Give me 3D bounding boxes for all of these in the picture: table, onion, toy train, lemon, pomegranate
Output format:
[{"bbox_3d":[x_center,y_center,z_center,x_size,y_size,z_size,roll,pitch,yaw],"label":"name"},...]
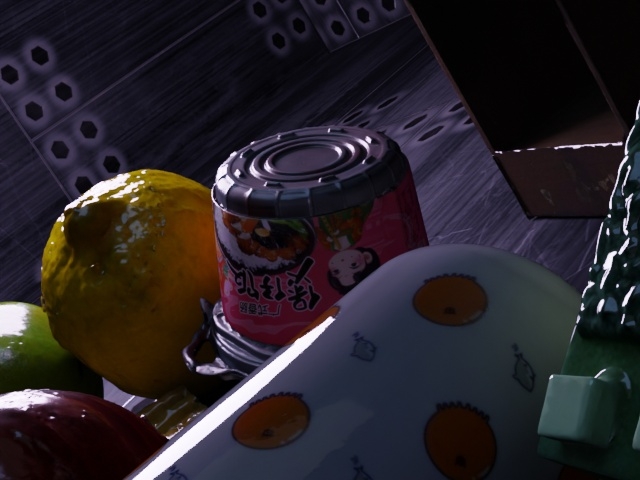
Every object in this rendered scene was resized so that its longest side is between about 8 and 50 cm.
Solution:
[{"bbox_3d":[0.269,-0.190,1.237,0.196,0.282,0.250,-37,14,-18],"label":"table"},{"bbox_3d":[-0.211,0.229,0.868,0.276,0.276,0.276,-30,14,8],"label":"onion"},{"bbox_3d":[0.230,0.033,0.623,0.159,0.188,0.272,6,75,58],"label":"toy train"},{"bbox_3d":[-0.180,0.048,1.398,0.245,0.320,0.245,-13,58,23],"label":"lemon"},{"bbox_3d":[-0.397,0.167,1.442,0.236,0.302,0.236,-48,22,28],"label":"pomegranate"}]

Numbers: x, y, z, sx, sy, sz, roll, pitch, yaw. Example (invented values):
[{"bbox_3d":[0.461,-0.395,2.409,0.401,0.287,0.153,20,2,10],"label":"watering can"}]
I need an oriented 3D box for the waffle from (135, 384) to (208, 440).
[{"bbox_3d":[-0.163,0.225,1.211,0.168,0.057,0.274,-36,14,-14],"label":"waffle"}]

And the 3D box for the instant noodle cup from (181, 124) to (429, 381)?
[{"bbox_3d":[0.000,0.000,1.199,0.302,0.182,0.258,-22,28,-26],"label":"instant noodle cup"}]

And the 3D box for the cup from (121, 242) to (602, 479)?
[{"bbox_3d":[0.033,0.149,0.722,0.317,0.212,0.212,-39,15,-31],"label":"cup"}]
